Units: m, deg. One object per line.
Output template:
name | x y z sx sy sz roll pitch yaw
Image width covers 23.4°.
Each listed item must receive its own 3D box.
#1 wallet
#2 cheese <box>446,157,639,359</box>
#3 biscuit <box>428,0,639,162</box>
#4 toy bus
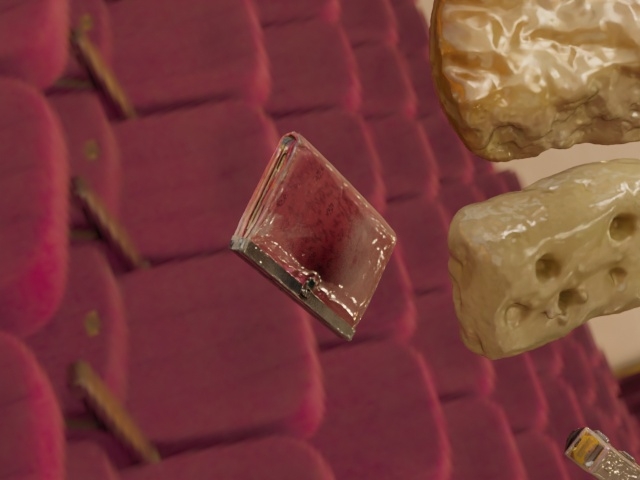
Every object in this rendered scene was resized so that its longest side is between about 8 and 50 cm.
wallet | 0.000 0.000 1.404 0.232 0.025 0.119 42 69 -56
cheese | 0.245 0.014 1.490 0.093 0.263 0.159 42 -34 47
biscuit | 0.217 -0.174 1.184 0.091 0.274 0.213 73 11 -74
toy bus | 0.396 0.309 2.089 0.172 0.057 0.072 37 3 -43
